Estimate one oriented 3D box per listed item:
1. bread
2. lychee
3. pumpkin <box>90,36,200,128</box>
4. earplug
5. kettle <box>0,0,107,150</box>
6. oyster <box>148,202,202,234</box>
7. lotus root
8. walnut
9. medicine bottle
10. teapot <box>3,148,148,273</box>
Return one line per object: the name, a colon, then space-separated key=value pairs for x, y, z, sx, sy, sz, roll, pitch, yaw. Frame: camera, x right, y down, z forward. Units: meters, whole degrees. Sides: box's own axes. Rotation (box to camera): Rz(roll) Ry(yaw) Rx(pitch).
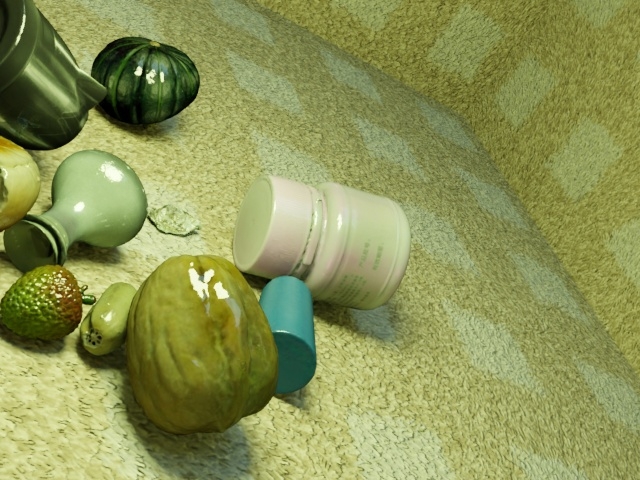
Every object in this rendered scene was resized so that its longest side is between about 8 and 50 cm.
bread: x=-0.573 y=-0.104 z=1.425 sx=0.314 sy=0.171 sz=0.192 roll=21 pitch=12 yaw=11
lychee: x=-0.414 y=0.095 z=1.389 sx=0.146 sy=0.114 sz=0.114 roll=-16 pitch=55 yaw=-37
pumpkin: x=-0.397 y=-0.354 z=2.081 sx=0.249 sy=0.216 sz=0.250 roll=0 pitch=32 yaw=0
earplug: x=-0.070 y=0.159 z=1.729 sx=0.132 sy=0.132 sz=0.273 roll=32 pitch=22 yaw=-13
kettle: x=-0.557 y=-0.256 z=1.560 sx=0.324 sy=0.320 sz=0.228 roll=55 pitch=17 yaw=-64
oyster: x=-0.299 y=-0.044 z=1.865 sx=0.098 sy=0.037 sz=0.100 roll=40 pitch=25 yaw=5
lotus root: x=-0.331 y=0.120 z=1.478 sx=0.077 sy=0.090 sz=0.183 roll=38 pitch=18 yaw=-10
walnut: x=-0.187 y=0.161 z=1.410 sx=0.227 sy=0.283 sz=0.283 roll=-7 pitch=47 yaw=-31
medicine bottle: x=0.000 y=0.000 z=1.936 sx=0.324 sy=0.256 sz=0.256 roll=14 pitch=33 yaw=-24
teapot: x=-0.421 y=-0.041 z=1.561 sx=0.183 sy=0.183 sz=0.251 roll=39 pitch=36 yaw=2
